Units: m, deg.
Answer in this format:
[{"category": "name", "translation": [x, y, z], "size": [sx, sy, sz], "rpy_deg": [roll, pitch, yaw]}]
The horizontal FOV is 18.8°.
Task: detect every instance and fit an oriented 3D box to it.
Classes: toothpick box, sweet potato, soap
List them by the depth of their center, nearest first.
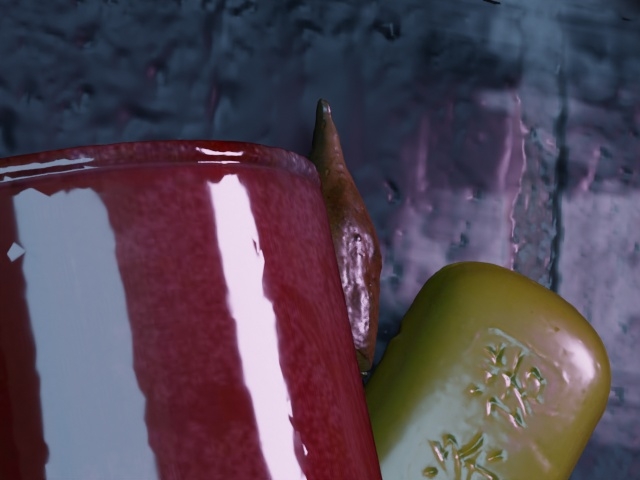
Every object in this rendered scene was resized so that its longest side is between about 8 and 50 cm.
[{"category": "toothpick box", "translation": [-0.065, 0.156, 0.606], "size": [0.204, 0.204, 0.333], "rpy_deg": [-8, 78, -17]}, {"category": "soap", "translation": [0.057, 0.074, 0.742], "size": [0.089, 0.045, 0.140], "rpy_deg": [34, 70, -9]}, {"category": "sweet potato", "translation": [0.000, 0.000, 0.745], "size": [0.049, 0.049, 0.117], "rpy_deg": [5, 71, -14]}]
